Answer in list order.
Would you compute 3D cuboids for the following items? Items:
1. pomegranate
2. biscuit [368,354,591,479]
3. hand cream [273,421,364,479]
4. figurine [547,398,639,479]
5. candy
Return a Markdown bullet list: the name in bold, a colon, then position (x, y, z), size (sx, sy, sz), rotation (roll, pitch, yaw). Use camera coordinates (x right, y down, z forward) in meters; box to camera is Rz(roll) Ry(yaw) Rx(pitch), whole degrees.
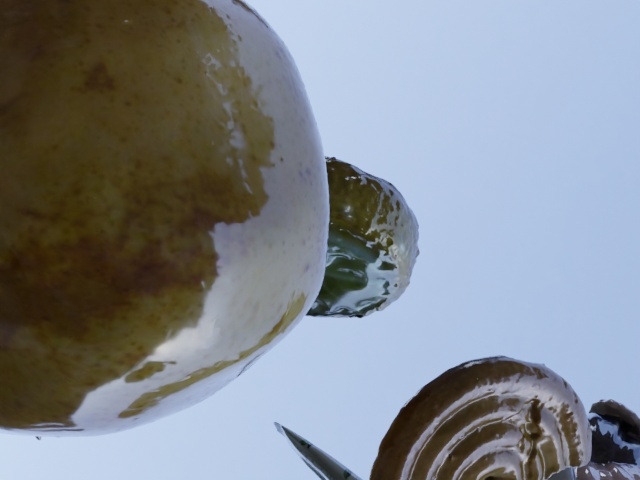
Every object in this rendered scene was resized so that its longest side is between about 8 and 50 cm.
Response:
- **pomegranate**: position (-0.177, -0.033, 0.969), size (0.416, 0.416, 0.417), rotation (-28, -126, 47)
- **biscuit**: position (0.139, 0.171, 1.074), size (0.033, 0.224, 0.145), rotation (30, -47, 60)
- **hand cream**: position (0.021, 0.353, 1.888), size (0.234, 0.080, 0.050), rotation (37, -106, 18)
- **figurine**: position (0.244, 0.361, 1.340), size (0.253, 0.211, 0.361), rotation (-115, -141, -51)
- **candy**: position (0.000, 0.000, 1.606), size (0.260, 0.260, 0.118), rotation (-30, -143, 45)
